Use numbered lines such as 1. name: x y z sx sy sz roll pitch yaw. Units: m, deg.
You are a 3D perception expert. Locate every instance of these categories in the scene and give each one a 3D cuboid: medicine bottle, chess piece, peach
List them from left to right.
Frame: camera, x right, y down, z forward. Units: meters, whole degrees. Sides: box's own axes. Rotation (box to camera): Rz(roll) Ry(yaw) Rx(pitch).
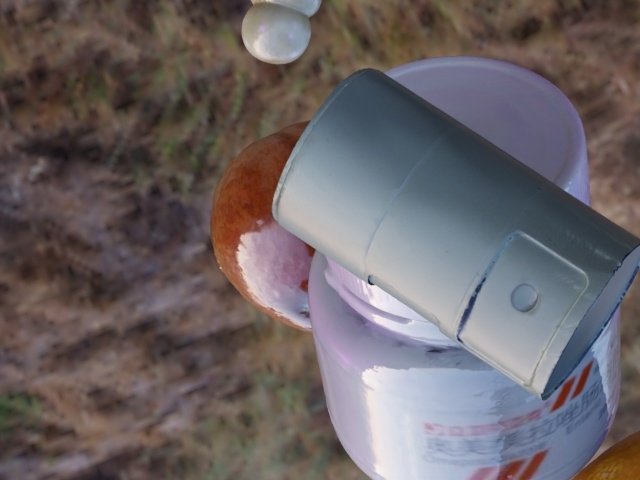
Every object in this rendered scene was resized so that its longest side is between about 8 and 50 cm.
1. chess piece: -0.033 -0.259 1.845 0.094 0.170 0.094 13 175 1
2. peach: 0.000 0.000 2.078 0.232 0.257 0.232 -34 164 -11
3. medicine bottle: 0.116 0.037 1.502 0.256 0.256 0.325 -19 136 -10

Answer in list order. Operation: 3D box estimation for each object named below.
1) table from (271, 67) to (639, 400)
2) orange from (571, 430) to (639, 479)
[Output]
1. table: 0.091 -0.006 1.225 0.126 0.220 0.126 -51 163 -21
2. orange: 0.326 0.302 1.538 0.312 0.312 0.312 -19 154 -10
